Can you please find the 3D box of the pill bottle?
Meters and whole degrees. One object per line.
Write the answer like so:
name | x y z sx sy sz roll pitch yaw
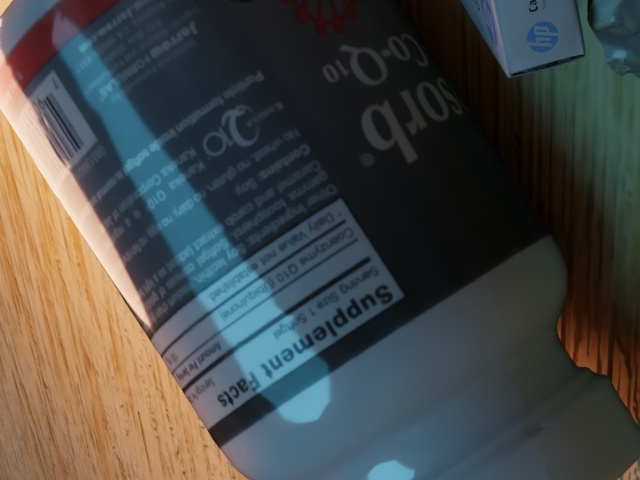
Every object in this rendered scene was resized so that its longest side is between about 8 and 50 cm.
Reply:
pill bottle | 0.000 0.000 0.872 0.363 0.210 0.210 57 153 5

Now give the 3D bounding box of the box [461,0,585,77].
box | 0.064 -0.182 0.701 0.145 0.038 0.186 -105 -2 -62

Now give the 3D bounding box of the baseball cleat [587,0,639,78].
baseball cleat | 0.143 -0.139 0.655 0.072 0.109 0.206 13 162 20
